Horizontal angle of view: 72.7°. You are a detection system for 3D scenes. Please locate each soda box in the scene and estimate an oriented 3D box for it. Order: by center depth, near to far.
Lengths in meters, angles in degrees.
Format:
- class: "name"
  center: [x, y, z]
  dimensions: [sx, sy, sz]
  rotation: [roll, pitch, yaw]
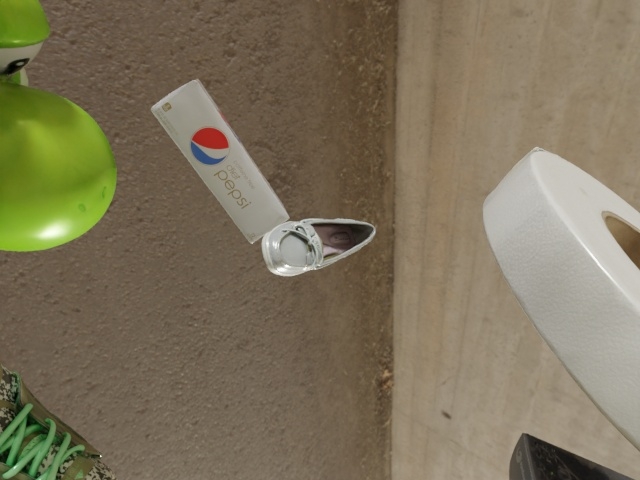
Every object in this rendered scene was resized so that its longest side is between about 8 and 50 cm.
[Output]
- class: "soda box"
  center: [-0.130, -0.106, 0.593]
  dimensions: [0.069, 0.074, 0.216]
  rotation: [-34, 114, 1]

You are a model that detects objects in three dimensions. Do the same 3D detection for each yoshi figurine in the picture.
- class: "yoshi figurine"
  center: [-0.287, -0.048, 0.335]
  dimensions: [0.202, 0.361, 0.204]
  rotation: [23, 63, -46]

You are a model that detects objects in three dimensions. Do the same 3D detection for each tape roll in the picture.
- class: "tape roll"
  center: [0.327, 0.067, 0.426]
  dimensions: [0.391, 0.392, 0.072]
  rotation: [-16, 151, -50]

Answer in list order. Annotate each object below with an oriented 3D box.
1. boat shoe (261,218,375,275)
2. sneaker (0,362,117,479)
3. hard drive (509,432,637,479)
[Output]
- class: "boat shoe"
  center: [0.002, 0.002, 0.970]
  dimensions: [0.320, 0.103, 0.118]
  rotation: [-6, 79, -50]
- class: "sneaker"
  center: [-0.348, 0.274, 0.548]
  dimensions: [0.158, 0.181, 0.411]
  rotation: [-74, 152, -51]
- class: "hard drive"
  center: [0.247, 0.308, 0.353]
  dimensions: [0.054, 0.171, 0.255]
  rotation: [-58, -168, 33]
